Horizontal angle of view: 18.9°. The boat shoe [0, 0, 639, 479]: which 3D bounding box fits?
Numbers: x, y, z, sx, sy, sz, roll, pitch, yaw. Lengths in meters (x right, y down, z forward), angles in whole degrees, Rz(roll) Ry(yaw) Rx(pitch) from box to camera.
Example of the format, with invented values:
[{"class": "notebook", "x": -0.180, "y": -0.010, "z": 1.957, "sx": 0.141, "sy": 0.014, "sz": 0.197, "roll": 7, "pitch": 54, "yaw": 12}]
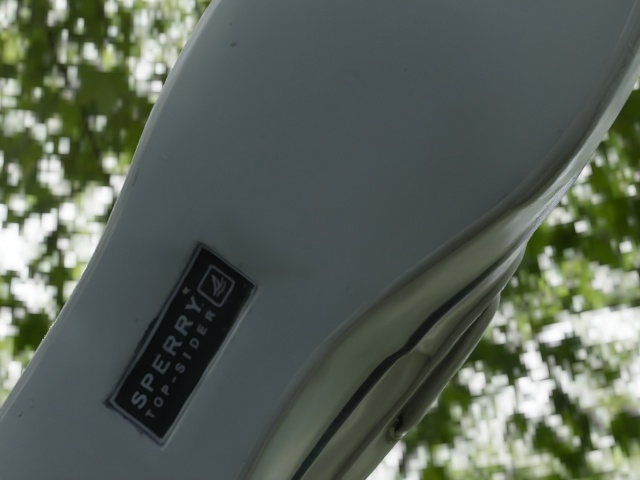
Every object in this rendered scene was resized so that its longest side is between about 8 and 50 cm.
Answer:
[{"class": "boat shoe", "x": 0.000, "y": 0.000, "z": 0.475, "sx": 0.258, "sy": 0.095, "sz": 0.084, "roll": -50, "pitch": -16, "yaw": 17}]
